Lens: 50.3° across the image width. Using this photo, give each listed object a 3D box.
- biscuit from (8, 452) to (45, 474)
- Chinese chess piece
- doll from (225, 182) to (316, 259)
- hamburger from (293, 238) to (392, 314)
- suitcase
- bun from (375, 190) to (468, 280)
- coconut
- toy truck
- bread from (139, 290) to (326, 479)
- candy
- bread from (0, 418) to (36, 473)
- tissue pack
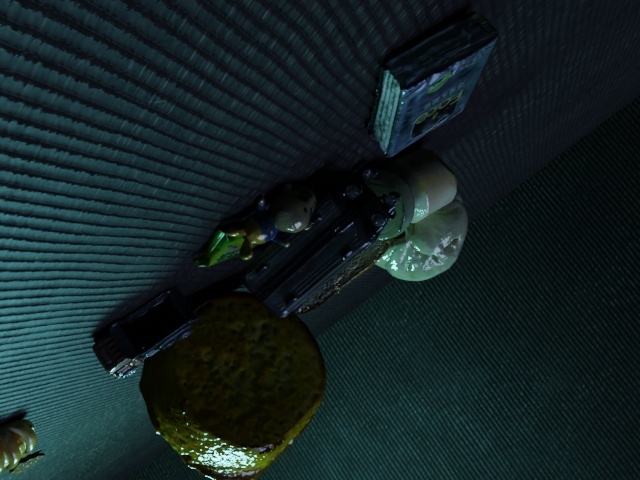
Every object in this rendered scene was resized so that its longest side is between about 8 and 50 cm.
[{"bbox_3d":[-0.751,0.568,1.746,0.092,0.016,0.082,-27,160,-38],"label":"biscuit"},{"bbox_3d":[0.121,-0.072,1.386,0.144,0.144,0.058,-45,173,37],"label":"Chinese chess piece"},{"bbox_3d":[-0.072,-0.037,1.152,0.179,0.102,0.089,-42,-155,-29],"label":"doll"},{"bbox_3d":[0.020,0.035,1.522,0.245,0.155,0.282,-33,175,-46],"label":"hamburger"},{"bbox_3d":[0.000,0.000,1.305,0.312,0.128,0.202,-42,-177,24],"label":"suitcase"},{"bbox_3d":[0.214,-0.023,1.599,0.259,0.259,0.160,-41,172,24],"label":"bun"},{"bbox_3d":[0.199,-0.113,1.451,0.152,0.147,0.147,-27,165,-29],"label":"coconut"},{"bbox_3d":[-0.323,0.172,1.261,0.192,0.083,0.092,-35,168,-9],"label":"toy truck"},{"bbox_3d":[-0.172,0.288,1.433,0.398,0.398,0.215,-26,165,-38],"label":"bread"},{"bbox_3d":[-0.139,-0.001,1.221,0.102,0.032,0.178,-44,165,34],"label":"candy"},{"bbox_3d":[-0.642,0.420,1.342,0.177,0.084,0.119,-27,166,-51],"label":"bread"},{"bbox_3d":[0.166,-0.236,1.064,0.173,0.073,0.235,-32,167,-11],"label":"tissue pack"}]
